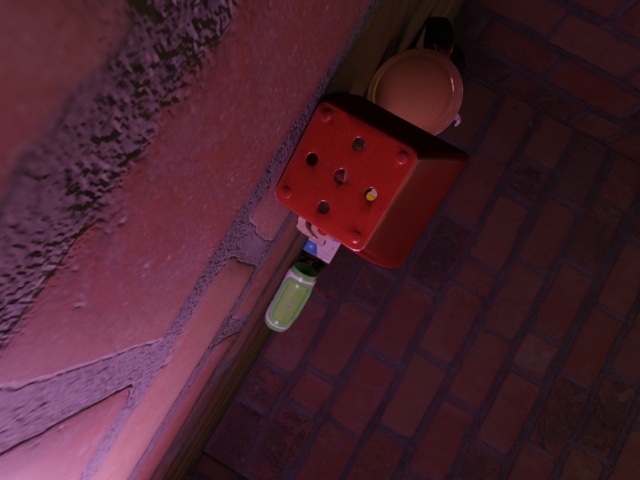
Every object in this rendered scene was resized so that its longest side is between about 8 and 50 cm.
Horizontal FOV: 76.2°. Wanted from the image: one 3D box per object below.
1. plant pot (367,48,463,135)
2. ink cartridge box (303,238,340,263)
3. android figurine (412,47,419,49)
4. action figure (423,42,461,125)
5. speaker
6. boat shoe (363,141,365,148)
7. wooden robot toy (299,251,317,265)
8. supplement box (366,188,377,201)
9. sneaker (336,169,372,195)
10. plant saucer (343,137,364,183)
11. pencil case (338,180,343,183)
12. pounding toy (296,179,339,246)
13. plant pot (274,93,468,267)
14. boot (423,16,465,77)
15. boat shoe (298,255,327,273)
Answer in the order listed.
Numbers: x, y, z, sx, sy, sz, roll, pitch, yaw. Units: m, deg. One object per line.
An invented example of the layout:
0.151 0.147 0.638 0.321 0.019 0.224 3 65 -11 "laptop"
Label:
0.238 -0.366 1.040 0.032 0.236 0.236 -79 -167 -51 "plant pot"
0.038 -0.027 1.801 0.231 0.134 0.078 -60 176 -7 "ink cartridge box"
0.309 -0.576 1.528 0.273 0.056 0.248 104 9 -72 "android figurine"
0.309 -0.449 1.189 0.275 0.248 0.370 -59 180 -20 "action figure"
-0.126 0.239 1.716 0.296 0.131 0.131 -61 177 19 "speaker"
0.173 -0.364 1.387 0.258 0.095 0.084 -42 169 -45 "boat shoe"
-0.053 0.068 1.876 0.173 0.076 0.079 -59 -172 -11 "wooden robot toy"
0.243 -0.324 1.739 0.194 0.195 0.356 -54 174 -48 "supplement box"
0.173 -0.279 1.404 0.314 0.136 0.115 -41 152 -35 "sneaker"
0.092 -0.233 1.067 0.198 0.036 0.198 10 90 -86 "plant saucer"
0.084 -0.175 1.691 0.206 0.086 0.088 -60 -159 30 "pencil case"
0.041 -0.089 1.108 0.154 0.154 0.269 -59 177 -19 "pounding toy"
0.073 -0.111 0.736 0.267 0.267 0.236 -61 163 16 "plant pot"
0.422 -0.610 1.476 0.222 0.118 0.338 94 0 -63 "boot"
-0.064 0.126 1.965 0.120 0.122 0.324 -21 -156 39 "boat shoe"
